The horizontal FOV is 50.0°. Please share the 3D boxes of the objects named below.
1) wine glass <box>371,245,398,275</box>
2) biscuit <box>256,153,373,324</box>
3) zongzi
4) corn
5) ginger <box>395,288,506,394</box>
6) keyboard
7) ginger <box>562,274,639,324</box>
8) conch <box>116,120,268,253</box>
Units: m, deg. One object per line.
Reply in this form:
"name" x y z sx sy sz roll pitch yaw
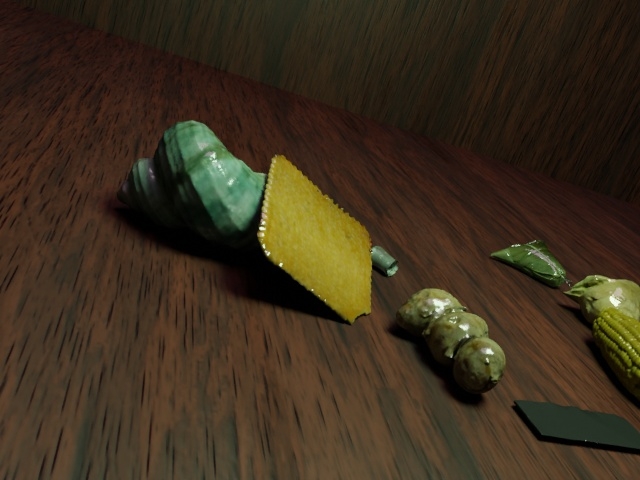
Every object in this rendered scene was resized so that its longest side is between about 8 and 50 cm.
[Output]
"wine glass" 0.097 0.030 1.204 0.042 0.039 0.083 5 28 -50
"biscuit" 0.000 0.000 1.016 0.232 0.013 0.237 41 33 -26
"zongzi" 0.455 0.069 1.476 0.130 0.062 0.154 -7 44 -14
"corn" 0.518 0.188 1.122 0.097 0.097 0.261 18 18 -7
"ginger" 0.182 0.136 0.941 0.104 0.080 0.204 -5 26 -24
"keyboard" 0.350 0.248 0.910 0.196 0.015 0.074 13 25 -21
"ginger" 0.587 0.145 1.334 0.193 0.115 0.122 20 39 -24
"conch" -0.171 -0.077 1.035 0.277 0.195 0.220 -3 -12 -2
